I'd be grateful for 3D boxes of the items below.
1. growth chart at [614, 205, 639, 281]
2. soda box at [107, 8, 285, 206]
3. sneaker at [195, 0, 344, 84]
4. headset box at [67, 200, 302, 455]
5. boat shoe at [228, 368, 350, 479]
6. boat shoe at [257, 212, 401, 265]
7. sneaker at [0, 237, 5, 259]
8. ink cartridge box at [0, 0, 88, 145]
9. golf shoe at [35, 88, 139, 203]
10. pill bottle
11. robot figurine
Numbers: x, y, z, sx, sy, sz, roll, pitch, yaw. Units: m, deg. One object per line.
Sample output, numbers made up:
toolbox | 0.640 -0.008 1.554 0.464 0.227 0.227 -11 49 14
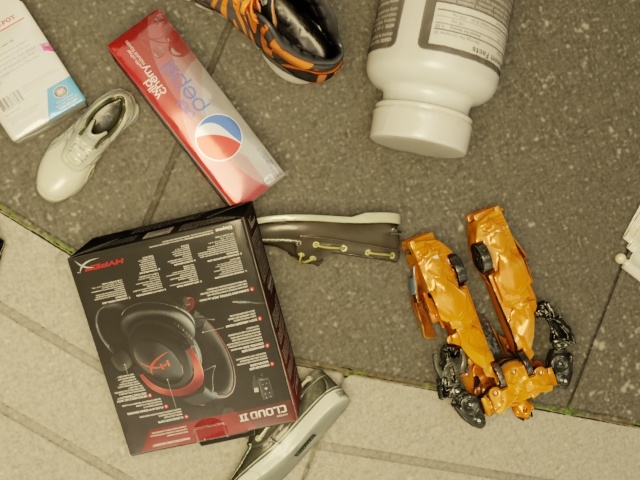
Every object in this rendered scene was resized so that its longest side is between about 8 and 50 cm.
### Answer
growth chart | 0.542 -0.025 1.263 0.172 0.021 0.237 26 86 -11
soda box | -0.159 -0.162 1.093 0.083 0.092 0.263 -39 97 -6
sneaker | -0.088 -0.327 1.051 0.321 0.180 0.124 37 87 -12
headset box | -0.155 0.122 1.047 0.218 0.110 0.293 -14 103 5
boat shoe | -0.058 0.267 1.132 0.219 0.078 0.070 -45 63 -4
boat shoe | 0.000 0.000 1.130 0.228 0.081 0.068 -2 87 -13
sneaker | -0.437 0.033 1.049 0.090 0.081 0.232 -13 92 -3
ink cartridge box | -0.388 -0.224 1.065 0.104 0.061 0.181 -33 97 -9
golf shoe | -0.302 -0.124 1.071 0.069 0.086 0.176 37 86 -11
pill bottle | 0.158 -0.277 1.109 0.176 0.176 0.318 12 88 -10
robot figurine | 0.231 0.110 1.173 0.211 0.085 0.291 -21 94 -9
